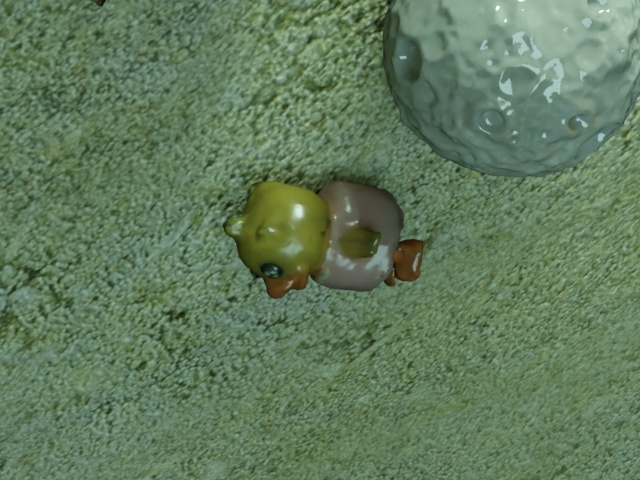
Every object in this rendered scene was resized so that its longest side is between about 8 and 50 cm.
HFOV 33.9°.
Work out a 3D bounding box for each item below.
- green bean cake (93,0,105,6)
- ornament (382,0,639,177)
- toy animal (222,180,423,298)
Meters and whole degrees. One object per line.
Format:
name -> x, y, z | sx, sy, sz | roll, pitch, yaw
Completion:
green bean cake -> -0.292, -0.400, 1.169 | 0.199, 0.097, 0.232 | 13, 119, -25
ornament -> 0.241, -0.254, 1.307 | 0.337, 0.337, 0.337 | -9, 126, -13
toy animal -> -0.002, -0.004, 1.513 | 0.281, 0.195, 0.169 | -3, 85, -22
